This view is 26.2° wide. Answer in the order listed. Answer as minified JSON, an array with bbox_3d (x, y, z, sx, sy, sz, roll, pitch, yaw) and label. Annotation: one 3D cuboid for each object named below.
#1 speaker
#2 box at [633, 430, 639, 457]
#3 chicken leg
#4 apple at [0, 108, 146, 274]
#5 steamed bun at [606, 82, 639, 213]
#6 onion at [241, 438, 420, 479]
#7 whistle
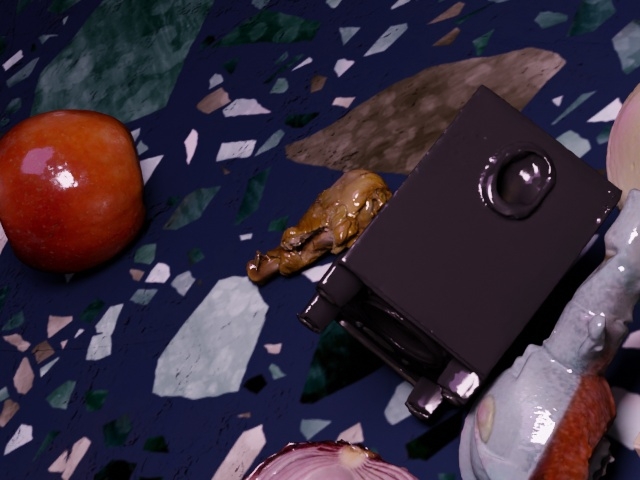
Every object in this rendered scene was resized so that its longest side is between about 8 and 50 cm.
[{"bbox_3d":[0.131,0.022,1.342,0.254,0.184,0.232,-51,-3,-14],"label":"speaker"},{"bbox_3d":[0.400,0.158,1.147,0.212,0.095,0.168,16,61,45],"label":"box"},{"bbox_3d":[0.000,-0.002,1.625,0.207,0.085,0.101,-34,50,20],"label":"chicken leg"},{"bbox_3d":[-0.337,-0.069,1.839,0.201,0.218,0.218,-11,41,-6],"label":"apple"},{"bbox_3d":[0.362,-0.045,1.322,0.152,0.170,0.238,-47,31,29],"label":"steamed bun"},{"bbox_3d":[-0.009,0.329,1.275,0.227,0.120,0.283,16,60,43],"label":"onion"},{"bbox_3d":[0.227,0.121,1.230,0.134,0.142,0.346,32,100,32],"label":"whistle"}]
